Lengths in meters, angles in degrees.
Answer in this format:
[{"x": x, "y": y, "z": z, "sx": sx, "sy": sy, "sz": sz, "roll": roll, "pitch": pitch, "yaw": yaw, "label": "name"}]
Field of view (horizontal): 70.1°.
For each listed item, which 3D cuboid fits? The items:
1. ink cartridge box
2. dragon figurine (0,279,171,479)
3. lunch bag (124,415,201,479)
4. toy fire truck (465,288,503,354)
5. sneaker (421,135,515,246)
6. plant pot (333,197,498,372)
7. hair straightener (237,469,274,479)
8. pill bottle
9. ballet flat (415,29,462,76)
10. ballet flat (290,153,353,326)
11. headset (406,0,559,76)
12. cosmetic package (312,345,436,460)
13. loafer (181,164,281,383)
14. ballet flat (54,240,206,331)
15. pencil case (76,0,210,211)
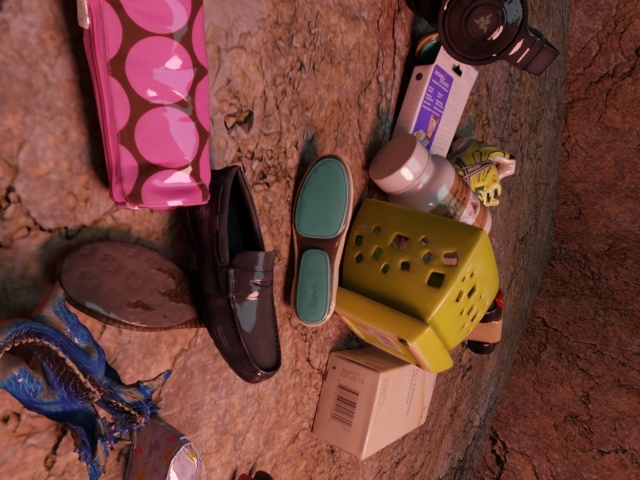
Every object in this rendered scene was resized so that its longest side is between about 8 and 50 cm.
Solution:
[{"x": 0.228, "y": -0.263, "z": 0.903, "sx": 0.206, "sy": 0.045, "sz": 0.209, "roll": 0, "pitch": 113, "yaw": -55, "label": "ink cartridge box"}, {"x": -0.168, "y": 0.113, "z": 0.334, "sx": 0.144, "sy": 0.289, "sz": 0.085, "roll": 43, "pitch": 56, "yaw": -10, "label": "dragon figurine"}, {"x": -0.168, "y": 0.240, "z": 0.493, "sx": 0.053, "sy": 0.071, "sz": 0.084, "roll": 5, "pitch": 96, "yaw": -55, "label": "lunch bag"}, {"x": 0.306, "y": 0.139, "z": 1.056, "sx": 0.246, "sy": 0.216, "sz": 0.159, "roll": -57, "pitch": 144, "yaw": -51, "label": "toy fire truck"}, {"x": 0.318, "y": -0.113, "z": 1.028, "sx": 0.385, "sy": 0.147, "sz": 0.145, "roll": -50, "pitch": 140, "yaw": -31, "label": "sneaker"}, {"x": 0.155, "y": 0.088, "z": 0.794, "sx": 0.207, "sy": 0.227, "sz": 0.228, "roll": -58, "pitch": 143, "yaw": -16, "label": "plant pot"}, {"x": -0.116, "y": 0.452, "z": 0.666, "sx": 0.089, "sy": 0.047, "sz": 0.231, "roll": 26, "pitch": 80, "yaw": -56, "label": "hair straightener"}, {"x": 0.197, "y": -0.080, "z": 0.827, "sx": 0.229, "sy": 0.131, "sz": 0.131, "roll": 40, "pitch": 66, "yaw": -29, "label": "pill bottle"}, {"x": 0.239, "y": -0.372, "z": 0.908, "sx": 0.232, "sy": 0.080, "sz": 0.073, "roll": 7, "pitch": 67, "yaw": -59, "label": "ballet flat"}, {"x": 0.000, "y": 0.000, "z": 0.670, "sx": 0.086, "sy": 0.086, "sz": 0.249, "roll": 0, "pitch": 103, "yaw": -56, "label": "ballet flat"}, {"x": 0.239, "y": -0.403, "z": 0.714, "sx": 0.393, "sy": 0.244, "sz": 0.185, "roll": 12, "pitch": 132, "yaw": -30, "label": "headset"}, {"x": 0.124, "y": 0.303, "z": 0.915, "sx": 0.309, "sy": 0.113, "sz": 0.161, "roll": 12, "pitch": 91, "yaw": -56, "label": "cosmetic package"}, {"x": -0.081, "y": 0.031, "z": 0.465, "sx": 0.076, "sy": 0.078, "sz": 0.224, "roll": -2, "pitch": 72, "yaw": -60, "label": "loafer"}, {"x": -0.151, "y": 0.057, "z": 0.474, "sx": 0.249, "sy": 0.058, "sz": 0.084, "roll": 16, "pitch": 59, "yaw": -55, "label": "ballet flat"}, {"x": -0.146, "y": -0.124, "z": 0.383, "sx": 0.098, "sy": 0.095, "sz": 0.210, "roll": -36, "pitch": 131, "yaw": -54, "label": "pencil case"}]
